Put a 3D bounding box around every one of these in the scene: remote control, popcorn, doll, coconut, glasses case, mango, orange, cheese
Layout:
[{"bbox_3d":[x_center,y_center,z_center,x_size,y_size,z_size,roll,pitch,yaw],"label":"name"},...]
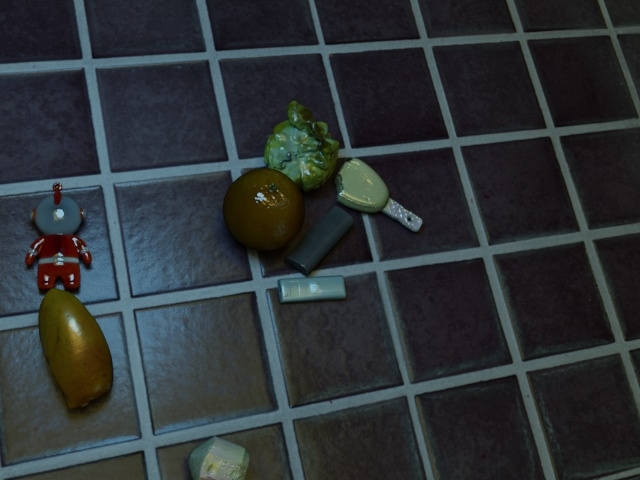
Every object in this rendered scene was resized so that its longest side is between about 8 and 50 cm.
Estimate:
[{"bbox_3d":[-0.020,0.114,1.931,0.162,0.029,0.061,-3,70,-16],"label":"remote control"},{"bbox_3d":[-0.049,-0.227,1.959,0.197,0.213,0.198,8,32,-5],"label":"popcorn"},{"bbox_3d":[-0.584,-0.010,1.800,0.142,0.076,0.245,-2,76,-17],"label":"doll"},{"bbox_3d":[-0.220,0.475,1.707,0.122,0.116,0.116,19,67,-9],"label":"coconut"},{"bbox_3d":[0.001,-0.001,1.969,0.072,0.042,0.191,35,65,18],"label":"glasses case"},{"bbox_3d":[-0.519,0.219,1.701,0.126,0.154,0.252,-20,91,-28],"label":"mango"},{"bbox_3d":[-0.130,-0.073,1.876,0.205,0.206,0.206,5,70,-13],"label":"orange"},{"bbox_3d":[0.144,-0.101,2.039,0.255,0.050,0.127,34,66,-1],"label":"cheese"}]
